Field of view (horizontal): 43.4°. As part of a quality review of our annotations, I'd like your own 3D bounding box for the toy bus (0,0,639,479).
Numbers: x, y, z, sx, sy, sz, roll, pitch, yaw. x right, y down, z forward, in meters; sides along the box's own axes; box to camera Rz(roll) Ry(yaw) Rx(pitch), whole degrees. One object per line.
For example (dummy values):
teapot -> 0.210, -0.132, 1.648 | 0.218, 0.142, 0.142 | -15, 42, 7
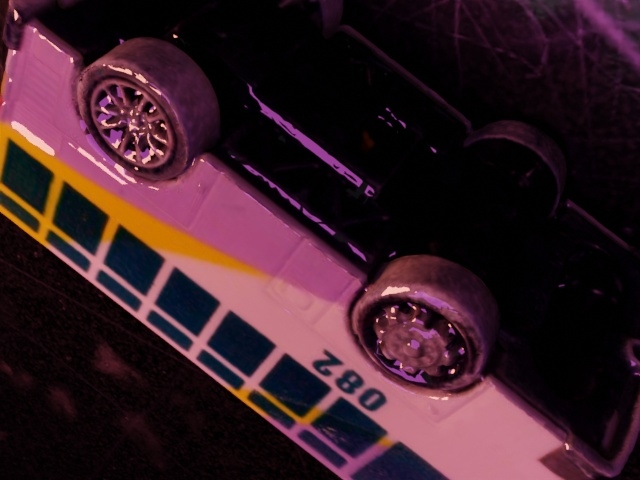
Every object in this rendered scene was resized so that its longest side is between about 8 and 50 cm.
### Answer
toy bus -> 0.000, 0.000, 0.580 | 0.440, 0.209, 0.249 | 38, 137, -1
